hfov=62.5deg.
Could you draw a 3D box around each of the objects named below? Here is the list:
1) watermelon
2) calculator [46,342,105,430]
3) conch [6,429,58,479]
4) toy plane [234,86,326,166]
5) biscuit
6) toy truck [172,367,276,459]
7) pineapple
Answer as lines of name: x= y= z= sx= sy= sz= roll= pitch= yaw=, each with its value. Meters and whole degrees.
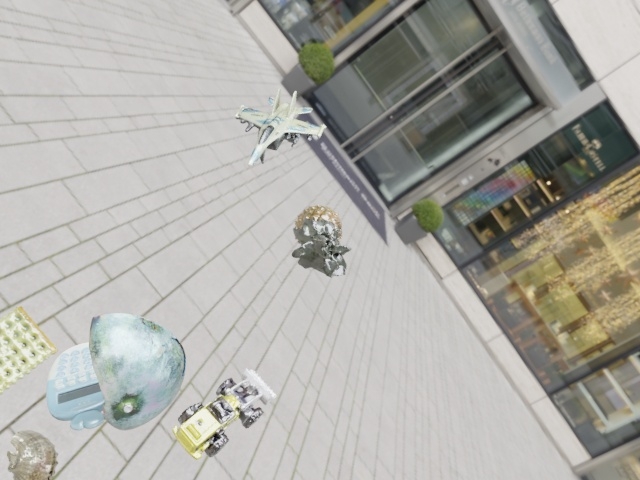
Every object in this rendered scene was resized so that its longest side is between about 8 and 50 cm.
watermelon: x=-0.441 y=0.339 z=1.307 sx=0.175 sy=0.188 sz=0.321 roll=-105 pitch=179 yaw=-56
calculator: x=-0.647 y=0.395 z=1.445 sx=0.302 sy=0.189 sz=0.042 roll=-123 pitch=-153 yaw=-45
conch: x=-0.798 y=0.594 z=1.437 sx=0.155 sy=0.130 sz=0.207 roll=45 pitch=-20 yaw=37
toy plane: x=-0.100 y=-0.214 z=1.072 sx=0.088 sy=0.192 sz=0.261 roll=97 pitch=11 yaw=-51
biscuit: x=-0.660 y=0.246 z=1.038 sx=0.139 sy=0.231 sz=0.016 roll=44 pitch=-27 yaw=11
toy truck: x=-0.231 y=0.423 z=1.326 sx=0.136 sy=0.111 sz=0.286 roll=43 pitch=47 yaw=16
pineapple: x=0.000 y=0.000 z=1.068 sx=0.237 sy=0.119 sz=0.111 roll=-89 pitch=168 yaw=-72
